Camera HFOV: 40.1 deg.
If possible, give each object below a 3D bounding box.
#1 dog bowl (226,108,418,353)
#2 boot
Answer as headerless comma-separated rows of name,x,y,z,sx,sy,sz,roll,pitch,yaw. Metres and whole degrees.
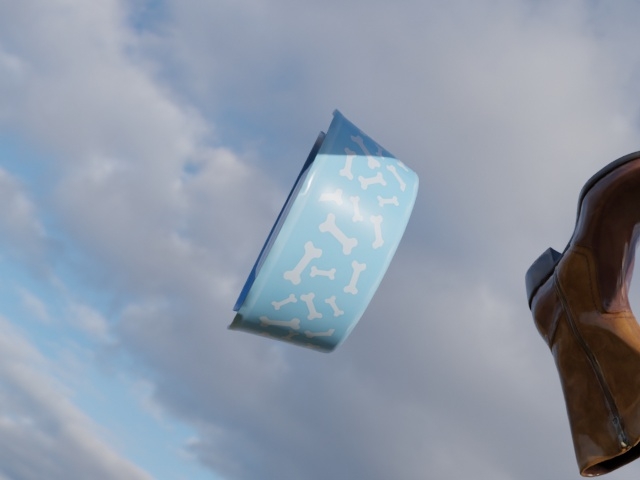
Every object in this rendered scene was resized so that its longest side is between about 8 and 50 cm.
dog bowl,0.000,0.000,0.663,0.074,0.166,0.297,26,-1,-3
boot,0.324,0.072,0.941,0.096,0.281,0.264,22,-52,-22
